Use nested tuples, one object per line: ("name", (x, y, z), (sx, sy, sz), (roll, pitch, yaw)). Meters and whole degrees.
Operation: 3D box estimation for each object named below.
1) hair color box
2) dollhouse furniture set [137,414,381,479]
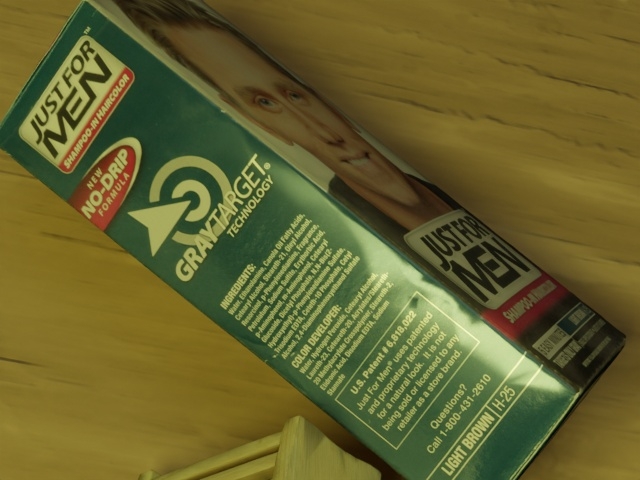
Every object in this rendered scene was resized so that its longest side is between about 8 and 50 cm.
("hair color box", (0.000, 0.000, 1.132), (0.347, 0.105, 0.174), (38, 16, 9))
("dollhouse furniture set", (-0.003, 0.207, 1.049), (0.183, 0.129, 0.129), (38, 47, -30))
